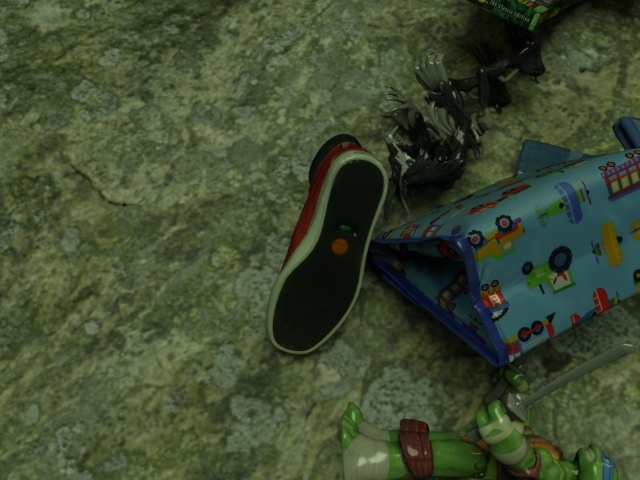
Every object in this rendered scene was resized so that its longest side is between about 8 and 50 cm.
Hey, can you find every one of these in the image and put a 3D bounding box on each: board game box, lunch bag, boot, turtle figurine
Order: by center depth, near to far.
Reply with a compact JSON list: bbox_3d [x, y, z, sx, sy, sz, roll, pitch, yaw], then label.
[{"bbox_3d":[0.156,0.163,0.902,0.266,0.274,0.197,-3,30,6],"label":"turtle figurine"},{"bbox_3d":[0.186,-0.010,0.949,0.221,0.293,0.138,-24,107,-14],"label":"lunch bag"},{"bbox_3d":[0.000,0.000,1.051,0.088,0.176,0.244,20,102,-13],"label":"boot"},{"bbox_3d":[0.248,-0.322,1.136,0.136,0.030,0.260,28,32,16],"label":"board game box"}]

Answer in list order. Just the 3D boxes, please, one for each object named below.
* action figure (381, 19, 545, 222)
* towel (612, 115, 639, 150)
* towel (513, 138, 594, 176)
[{"bbox_3d":[0.141,-0.149,1.072,0.141,0.164,0.275,47,65,-9],"label":"action figure"},{"bbox_3d":[0.466,-0.045,0.989,0.285,0.034,0.209,5,48,-26],"label":"towel"},{"bbox_3d":[0.296,-0.079,1.098,0.120,0.029,0.067,18,65,10],"label":"towel"}]
